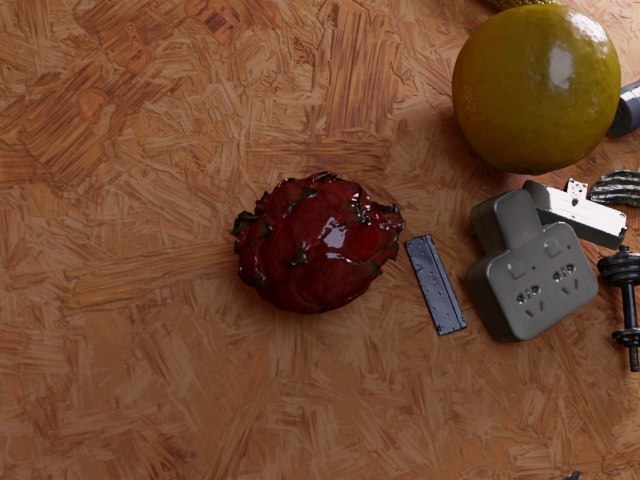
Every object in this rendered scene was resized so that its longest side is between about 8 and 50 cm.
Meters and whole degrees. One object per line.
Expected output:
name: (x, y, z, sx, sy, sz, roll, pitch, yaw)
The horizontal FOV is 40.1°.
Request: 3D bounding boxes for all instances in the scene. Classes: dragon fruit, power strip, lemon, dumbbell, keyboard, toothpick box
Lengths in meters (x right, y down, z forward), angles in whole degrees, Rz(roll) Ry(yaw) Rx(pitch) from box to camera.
dragon fruit: (0.000, 0.000, 1.482, 0.299, 0.244, 0.244, -17, 73, -6)
power strip: (0.373, 0.040, 1.679, 0.230, 0.141, 0.261, -27, 93, -26)
lemon: (0.419, -0.292, 1.712, 0.348, 0.348, 0.347, 7, 65, -16)
dumbbell: (0.608, 0.131, 1.722, 0.110, 0.110, 0.254, 6, 71, -17)
power strip: (0.511, -0.073, 1.774, 0.216, 0.061, 0.145, 21, 40, 5)
keyboard: (0.216, 0.082, 1.650, 0.060, 0.018, 0.195, -14, 73, -17)
toothpick box: (0.695, -0.300, 1.938, 0.153, 0.101, 0.101, -26, 78, -28)

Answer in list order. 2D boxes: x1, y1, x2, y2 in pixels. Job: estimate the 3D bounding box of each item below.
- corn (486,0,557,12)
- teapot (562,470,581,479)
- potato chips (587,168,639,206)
corn: (0.435, -0.549, 1.960, 0.293, 0.106, 0.106, 38, 61, -5)
teapot: (0.423, 0.479, 1.500, 0.166, 0.130, 0.119, -39, 66, 2)
potato chips: (0.651, -0.113, 1.883, 0.208, 0.028, 0.091, -1, 67, -22)
